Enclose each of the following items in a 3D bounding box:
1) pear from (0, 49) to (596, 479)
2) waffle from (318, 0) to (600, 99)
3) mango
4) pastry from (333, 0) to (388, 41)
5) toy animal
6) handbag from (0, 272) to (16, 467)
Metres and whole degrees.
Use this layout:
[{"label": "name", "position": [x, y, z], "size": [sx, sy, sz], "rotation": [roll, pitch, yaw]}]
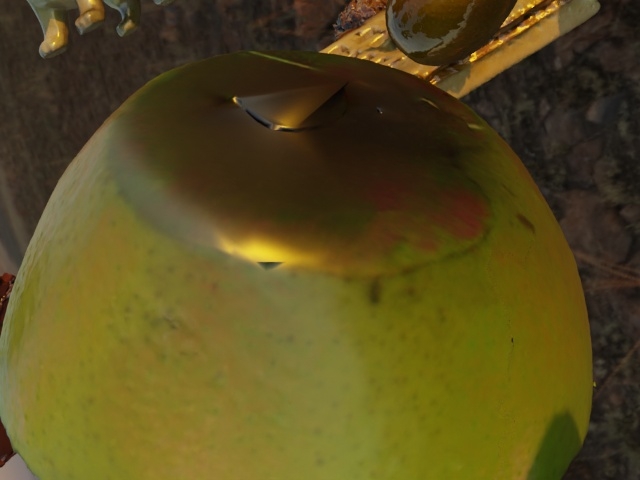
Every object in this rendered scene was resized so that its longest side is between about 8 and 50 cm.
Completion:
[{"label": "pear", "position": [-0.003, -0.004, 0.493], "size": [0.399, 0.399, 0.165], "rotation": [48, 139, 43]}, {"label": "waffle", "position": [0.179, -0.292, 1.155], "size": [0.114, 0.376, 0.261], "rotation": [61, 174, -22]}, {"label": "mango", "position": [0.135, -0.245, 0.669], "size": [0.099, 0.136, 0.227], "rotation": [33, 130, 2]}, {"label": "pastry", "position": [0.155, -0.362, 1.537], "size": [0.275, 0.193, 0.275], "rotation": [47, 166, 16]}, {"label": "toy animal", "position": [-0.284, -0.308, 0.919], "size": [0.121, 0.233, 0.168], "rotation": [-18, 89, 48]}, {"label": "handbag", "position": [-0.431, 0.162, 1.051], "size": [0.074, 0.216, 0.203], "rotation": [14, 152, 46]}]
